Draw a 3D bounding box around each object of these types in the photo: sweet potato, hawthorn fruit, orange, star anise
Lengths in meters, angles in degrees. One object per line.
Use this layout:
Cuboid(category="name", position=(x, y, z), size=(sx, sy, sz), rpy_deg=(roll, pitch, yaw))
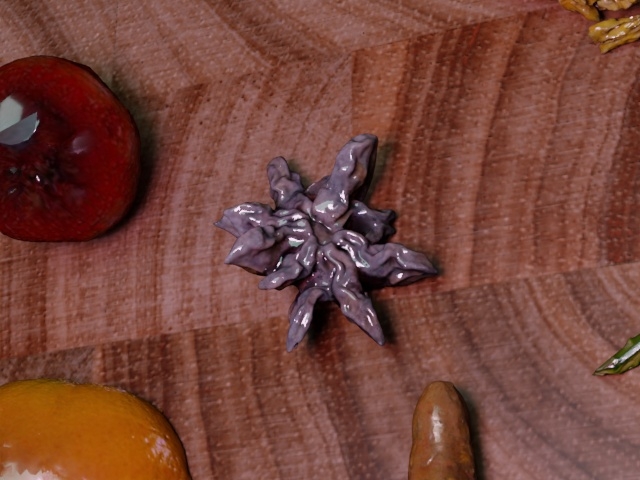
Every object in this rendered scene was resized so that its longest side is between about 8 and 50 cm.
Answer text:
Cuboid(category="sweet potato", position=(0.120, 0.308, 1.380), size=(0.106, 0.095, 0.354), rpy_deg=(-20, 59, 19))
Cuboid(category="hawthorn fruit", position=(-0.337, -0.121, 1.719), size=(0.210, 0.230, 0.266), rpy_deg=(-29, 27, -9))
Cuboid(category="orange", position=(-0.315, 0.279, 1.591), size=(0.310, 0.274, 0.274), rpy_deg=(-13, 57, 54))
Cuboid(category="star anise", position=(-0.003, 0.004, 1.567), size=(0.212, 0.129, 0.282), rpy_deg=(-21, 63, -6))

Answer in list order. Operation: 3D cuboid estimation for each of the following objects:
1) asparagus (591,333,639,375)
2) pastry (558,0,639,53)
Cuboid(category="asparagus", position=(0.320, 0.108, 1.425), size=(0.108, 0.025, 0.021), rpy_deg=(-38, 38, 7))
Cuboid(category="pastry", position=(0.296, -0.309, 1.579), size=(0.250, 0.102, 0.154), rpy_deg=(25, 80, 30))
